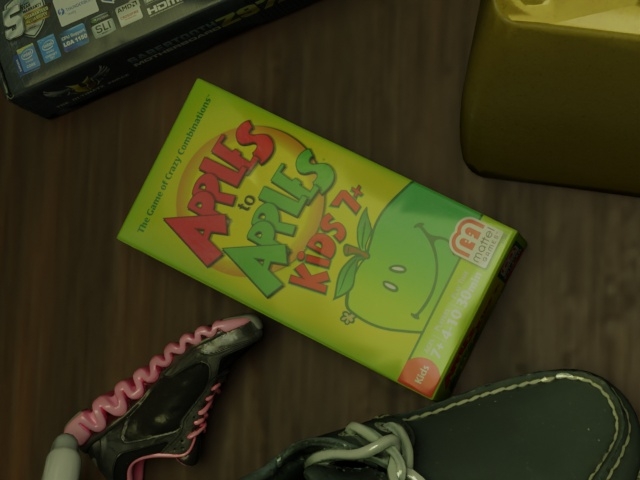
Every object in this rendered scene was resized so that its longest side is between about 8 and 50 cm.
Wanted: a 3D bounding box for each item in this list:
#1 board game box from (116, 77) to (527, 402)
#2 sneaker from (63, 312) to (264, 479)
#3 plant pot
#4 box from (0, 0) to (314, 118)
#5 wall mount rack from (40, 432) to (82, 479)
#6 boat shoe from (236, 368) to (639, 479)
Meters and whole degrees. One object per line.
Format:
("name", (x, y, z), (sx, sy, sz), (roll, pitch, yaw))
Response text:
("board game box", (0.000, 0.000, 0.885), (0.181, 0.043, 0.092), (26, 89, 16))
("sneaker", (-0.070, 0.083, 0.894), (0.119, 0.047, 0.057), (-37, 82, 14))
("plant pot", (0.167, -0.135, 0.790), (0.212, 0.187, 0.212), (9, 84, 15))
("box", (-0.081, -0.193, 0.925), (0.233, 0.059, 0.183), (-22, 76, 10))
("wall mount rack", (-0.239, 0.217, 0.785), (0.350, 0.130, 0.304), (12, 62, -10))
("boat shoe", (0.019, 0.135, 0.770), (0.319, 0.099, 0.116), (-26, 56, -21))
